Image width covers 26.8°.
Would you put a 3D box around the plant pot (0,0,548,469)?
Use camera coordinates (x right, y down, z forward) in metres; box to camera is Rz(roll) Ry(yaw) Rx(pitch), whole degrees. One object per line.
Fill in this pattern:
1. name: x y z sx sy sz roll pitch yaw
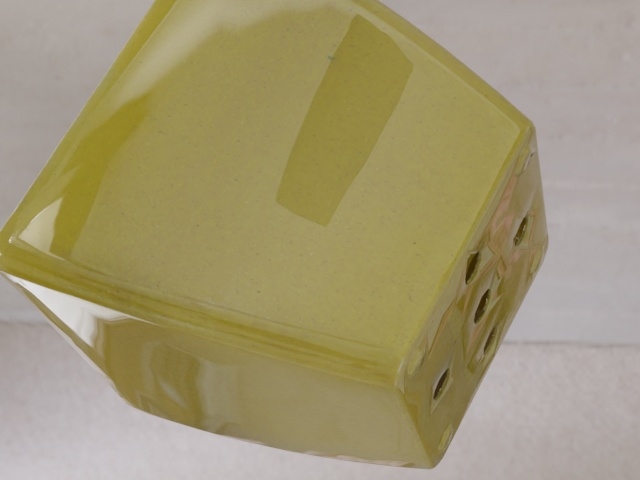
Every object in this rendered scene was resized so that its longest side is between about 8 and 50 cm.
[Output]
1. plant pot: 0.000 0.000 0.685 0.187 0.212 0.212 23 161 22
